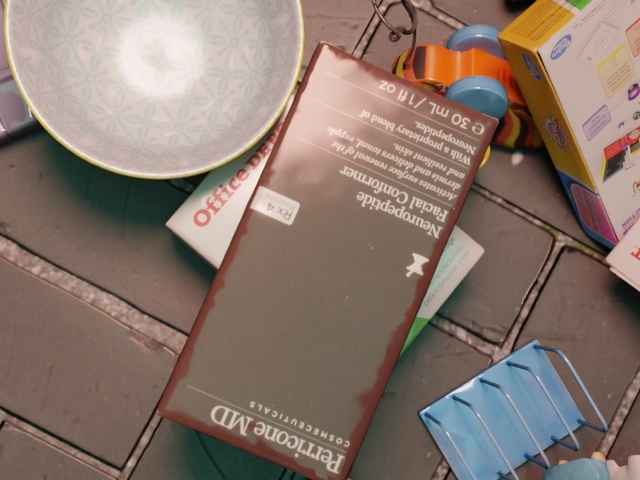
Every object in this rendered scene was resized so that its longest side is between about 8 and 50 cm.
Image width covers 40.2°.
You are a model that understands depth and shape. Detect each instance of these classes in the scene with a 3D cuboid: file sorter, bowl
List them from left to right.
[{"bbox_3d":[-0.165,-0.205,0.917,0.289,0.156,0.289,0,91,-5],"label":"bowl"},{"bbox_3d":[0.224,0.211,1.010,0.170,0.104,0.118,-31,91,-7],"label":"file sorter"}]

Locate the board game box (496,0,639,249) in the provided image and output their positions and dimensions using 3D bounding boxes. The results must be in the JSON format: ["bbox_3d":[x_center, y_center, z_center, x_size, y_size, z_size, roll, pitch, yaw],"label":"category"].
[{"bbox_3d":[0.355,-0.173,0.976,0.242,0.064,0.316,-41,127,-7],"label":"board game box"}]

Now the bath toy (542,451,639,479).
[{"bbox_3d":[0.428,0.325,1.009,0.348,0.151,0.129,6,66,-12],"label":"bath toy"}]

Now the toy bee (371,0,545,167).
[{"bbox_3d":[0.147,-0.184,1.019,0.298,0.162,0.195,41,53,-15],"label":"toy bee"}]

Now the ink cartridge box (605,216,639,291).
[{"bbox_3d":[0.492,-0.013,0.967,0.278,0.117,0.201,-53,52,8],"label":"ink cartridge box"}]

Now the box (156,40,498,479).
[{"bbox_3d":[0.004,0.022,0.860,0.191,0.143,0.381,23,88,-3],"label":"box"}]

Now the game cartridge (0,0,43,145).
[{"bbox_3d":[-0.354,-0.310,1.007,0.230,0.068,0.355,-24,90,-2],"label":"game cartridge"}]

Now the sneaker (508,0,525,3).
[{"bbox_3d":[0.369,-0.308,1.052,0.300,0.111,0.121,-8,92,-4],"label":"sneaker"}]

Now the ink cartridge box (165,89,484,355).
[{"bbox_3d":[0.000,0.000,0.990,0.289,0.121,0.211,40,84,-2],"label":"ink cartridge box"}]

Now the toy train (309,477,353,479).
[{"bbox_3d":[-0.014,0.354,0.994,0.184,0.080,0.105,-42,97,-6],"label":"toy train"}]
